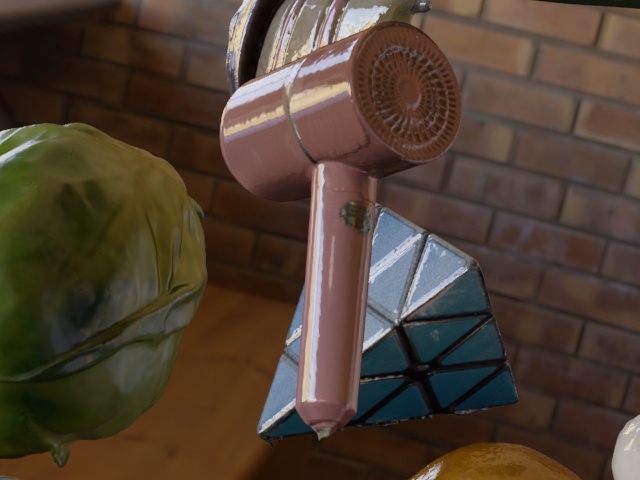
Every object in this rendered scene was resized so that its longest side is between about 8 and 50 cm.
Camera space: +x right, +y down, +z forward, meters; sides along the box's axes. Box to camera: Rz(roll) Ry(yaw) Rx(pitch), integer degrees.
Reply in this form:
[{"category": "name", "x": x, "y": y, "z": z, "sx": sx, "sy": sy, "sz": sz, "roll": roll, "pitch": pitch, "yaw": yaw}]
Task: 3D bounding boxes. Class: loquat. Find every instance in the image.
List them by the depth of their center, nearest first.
[{"category": "loquat", "x": 0.140, "y": 0.269, "z": 1.389, "sx": 0.234, "sy": 0.187, "sz": 0.176, "roll": -20, "pitch": 35, "yaw": 10}]

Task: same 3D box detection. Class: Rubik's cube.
[{"category": "Rubik's cube", "x": 0.080, "y": 0.088, "z": 1.666, "sx": 0.228, "sy": 0.233, "sz": 0.229, "roll": 8, "pitch": 18, "yaw": 19}]

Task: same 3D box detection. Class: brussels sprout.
[{"category": "brussels sprout", "x": -0.326, "y": 0.072, "z": 1.926, "sx": 0.343, "sy": 0.425, "sz": 0.361, "roll": 20, "pitch": 4, "yaw": -5}]

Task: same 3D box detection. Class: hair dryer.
[{"category": "hair dryer", "x": 0.000, "y": 0.000, "z": 1.377, "sx": 0.125, "sy": 0.352, "sz": 0.210, "roll": 17, "pitch": -20, "yaw": -35}]

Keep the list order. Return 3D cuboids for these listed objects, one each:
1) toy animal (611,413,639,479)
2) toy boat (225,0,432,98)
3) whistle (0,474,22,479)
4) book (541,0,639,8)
[{"category": "toy animal", "x": 0.330, "y": 0.180, "z": 1.090, "sx": 0.310, "sy": 0.247, "sz": 0.183, "roll": -1, "pitch": -26, "yaw": 7}, {"category": "toy boat", "x": -0.017, "y": -0.198, "z": 1.742, "sx": 0.111, "sy": 0.276, "sz": 0.293, "roll": 16, "pitch": 21, "yaw": -26}, {"category": "whistle", "x": -0.470, "y": 0.389, "z": 2.128, "sx": 0.290, "sy": 0.163, "sz": 0.163, "roll": 6, "pitch": 14, "yaw": -8}, {"category": "book", "x": 0.214, "y": -0.323, "z": 1.465, "sx": 0.202, "sy": 0.264, "sz": 0.027, "roll": 7, "pitch": 54, "yaw": 16}]
